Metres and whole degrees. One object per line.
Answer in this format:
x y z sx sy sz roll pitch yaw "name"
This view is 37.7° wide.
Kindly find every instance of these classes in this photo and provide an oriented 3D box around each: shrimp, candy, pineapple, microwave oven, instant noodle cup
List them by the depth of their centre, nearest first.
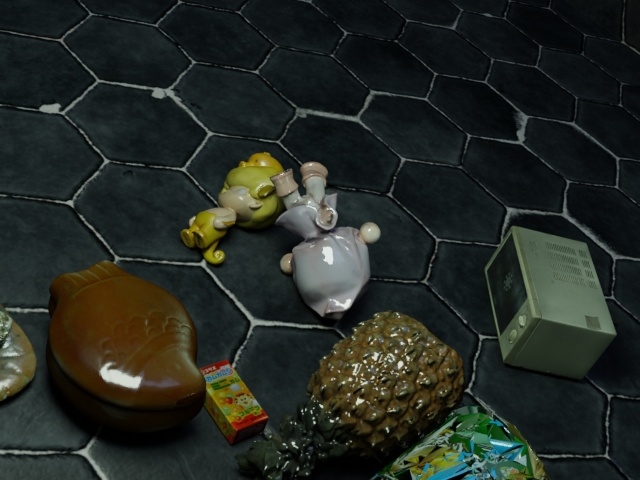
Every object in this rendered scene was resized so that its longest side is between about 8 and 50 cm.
0.181 0.366 1.282 0.178 0.240 0.240 -22 56 -30 "instant noodle cup"
-0.527 0.132 1.315 0.198 0.051 0.262 -17 57 -39 "shrimp"
0.041 0.256 1.379 0.362 0.202 0.202 -34 64 -26 "pineapple"
-0.136 0.240 1.396 0.062 0.038 0.122 -15 52 -38 "candy"
0.423 0.116 1.733 0.193 0.145 0.241 15 40 -14 "microwave oven"

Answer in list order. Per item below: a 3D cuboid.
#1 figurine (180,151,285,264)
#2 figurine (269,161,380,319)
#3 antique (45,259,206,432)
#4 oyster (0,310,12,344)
-0.143 -0.061 1.682 0.156 0.131 0.246 6 37 48 "figurine"
0.000 0.001 1.610 0.133 0.200 0.276 -12 80 -66 "figurine"
-0.281 0.158 1.345 0.278 0.129 0.223 42 43 21 "antique"
-0.485 0.120 1.289 0.098 0.037 0.100 23 48 -2 "oyster"
